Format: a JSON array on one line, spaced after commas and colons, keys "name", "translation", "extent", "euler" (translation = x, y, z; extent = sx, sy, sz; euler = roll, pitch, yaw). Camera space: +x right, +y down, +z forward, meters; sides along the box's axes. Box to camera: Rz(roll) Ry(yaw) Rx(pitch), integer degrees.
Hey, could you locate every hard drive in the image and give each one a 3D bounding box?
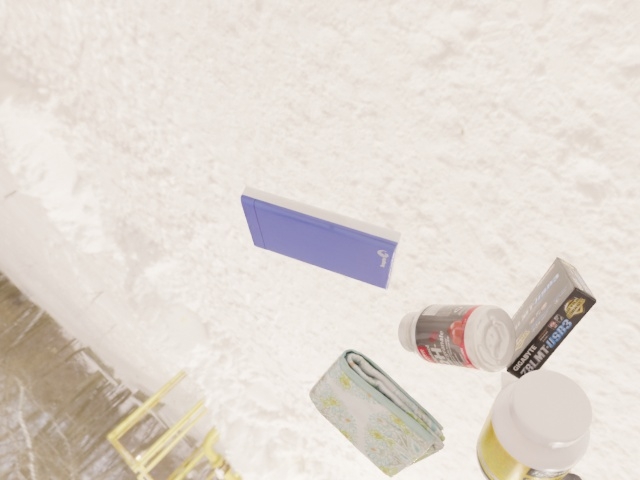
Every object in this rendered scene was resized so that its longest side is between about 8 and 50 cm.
[{"name": "hard drive", "translation": [0.000, 0.000, 1.063], "extent": [0.319, 0.040, 0.210], "euler": [18, 154, 11]}]

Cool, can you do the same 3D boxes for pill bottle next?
[{"name": "pill bottle", "translation": [0.371, 0.269, 1.446], "extent": [0.176, 0.176, 0.319], "euler": [55, 152, -13]}, {"name": "pill bottle", "translation": [0.447, 0.412, 1.077], "extent": [0.188, 0.188, 0.333], "euler": [31, 150, 28]}]

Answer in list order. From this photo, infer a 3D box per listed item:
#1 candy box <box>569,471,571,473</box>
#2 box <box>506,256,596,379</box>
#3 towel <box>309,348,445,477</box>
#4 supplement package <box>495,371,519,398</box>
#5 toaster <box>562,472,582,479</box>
[{"name": "candy box", "translation": [0.779, 0.813, 1.846], "extent": [0.316, 0.183, 0.087], "euler": [51, 179, -35]}, {"name": "box", "translation": [0.629, 0.215, 1.437], "extent": [0.073, 0.293, 0.295], "euler": [32, 111, 6]}, {"name": "towel", "translation": [0.151, 0.524, 1.524], "extent": [0.374, 0.090, 0.320], "euler": [42, 136, 11]}, {"name": "supplement package", "translation": [0.628, 0.596, 1.598], "extent": [0.178, 0.175, 0.292], "euler": [11, 97, 17]}, {"name": "toaster", "translation": [0.584, 0.650, 1.231], "extent": [0.110, 0.185, 0.168], "euler": [-10, 152, 18]}]
